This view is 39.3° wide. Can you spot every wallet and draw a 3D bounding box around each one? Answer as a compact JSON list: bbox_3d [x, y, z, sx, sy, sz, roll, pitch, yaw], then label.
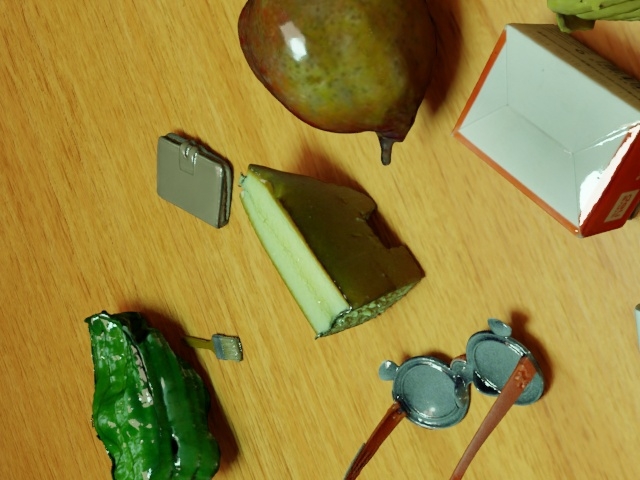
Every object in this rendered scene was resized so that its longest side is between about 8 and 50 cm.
[{"bbox_3d":[-0.195,-0.095,1.377,0.153,0.039,0.118,31,126,34],"label":"wallet"}]

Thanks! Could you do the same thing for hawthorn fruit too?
[{"bbox_3d":[0.032,-0.200,0.976,0.208,0.208,0.248,-23,99,50],"label":"hawthorn fruit"}]

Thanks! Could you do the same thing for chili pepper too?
[{"bbox_3d":[-0.285,0.263,1.515,0.213,0.167,0.385,-44,57,30],"label":"chili pepper"}]

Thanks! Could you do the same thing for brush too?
[{"bbox_3d":[-0.183,0.172,1.475,0.170,0.014,0.043,1,105,50],"label":"brush"}]

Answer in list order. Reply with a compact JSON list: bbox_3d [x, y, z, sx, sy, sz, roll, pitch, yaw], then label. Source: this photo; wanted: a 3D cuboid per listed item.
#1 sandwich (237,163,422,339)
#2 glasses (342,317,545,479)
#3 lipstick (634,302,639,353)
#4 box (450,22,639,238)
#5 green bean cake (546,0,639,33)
[{"bbox_3d":[0.000,0.000,1.125,0.235,0.128,0.122,58,141,19],"label":"sandwich"},{"bbox_3d":[0.105,0.216,0.980,0.234,0.268,0.118,-30,99,47],"label":"glasses"},{"bbox_3d":[0.343,0.185,0.851,0.059,0.059,0.264,-1,102,49],"label":"lipstick"},{"bbox_3d":[0.235,-0.107,0.844,0.182,0.099,0.133,44,129,32],"label":"box"},{"bbox_3d":[0.257,-0.274,0.665,0.131,0.230,0.224,4,102,46],"label":"green bean cake"}]
